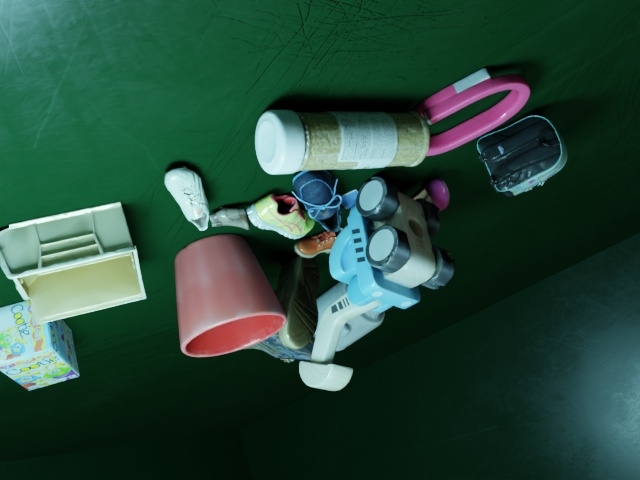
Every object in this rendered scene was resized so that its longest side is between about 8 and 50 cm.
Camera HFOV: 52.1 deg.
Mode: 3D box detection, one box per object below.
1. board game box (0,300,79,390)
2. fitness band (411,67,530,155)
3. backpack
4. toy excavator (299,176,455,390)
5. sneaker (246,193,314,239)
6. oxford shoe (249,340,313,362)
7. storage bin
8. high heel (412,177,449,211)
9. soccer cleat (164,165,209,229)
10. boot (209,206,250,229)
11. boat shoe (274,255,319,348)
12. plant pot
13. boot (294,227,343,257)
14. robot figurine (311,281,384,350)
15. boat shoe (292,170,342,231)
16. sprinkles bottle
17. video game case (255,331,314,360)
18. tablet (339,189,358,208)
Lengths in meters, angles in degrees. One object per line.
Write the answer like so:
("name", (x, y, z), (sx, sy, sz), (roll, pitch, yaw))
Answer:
("board game box", (-0.740, 0.273, 1.697), (0.141, 0.145, 0.275), (-15, 157, -12))
("fitness band", (0.320, -0.280, 1.451), (0.290, 0.054, 0.209), (-25, 158, 15))
("backpack", (0.508, -0.212, 1.617), (0.188, 0.166, 0.144), (-31, 157, 32))
("toy excavator", (0.110, 0.124, 1.692), (0.222, 0.433, 0.445), (20, 139, -38))
("sneaker", (-0.075, -0.064, 1.577), (0.094, 0.082, 0.208), (-39, 152, 29))
("oxford shoe", (-0.145, 0.379, 2.441), (0.396, 0.147, 0.140), (0, 153, -39))
("storage bin", (-0.527, 0.055, 1.405), (0.260, 0.123, 0.262), (-14, 157, -16))
("high heel", (0.272, -0.095, 1.800), (0.117, 0.082, 0.244), (-26, 172, -13))
("soccer cleat", (-0.268, -0.087, 1.359), (0.068, 0.076, 0.196), (-20, 158, -1))
("boot", (-0.215, -0.048, 1.552), (0.086, 0.042, 0.118), (-13, 156, -2))
("boat shoe", (-0.078, 0.178, 1.840), (0.110, 0.341, 0.122), (-24, 120, 23))
("plant pot", (-0.248, 0.134, 1.665), (0.274, 0.243, 0.275), (-18, 157, -8))
("boot", (0.000, 0.000, 1.824), (0.157, 0.059, 0.085), (-13, 155, -39))
("robot figurine", (0.081, 0.256, 2.273), (0.353, 0.200, 0.300), (-40, -173, 33))
("boat shoe", (0.013, -0.093, 1.567), (0.108, 0.089, 0.258), (-26, 157, 12))
("sprinkles bottle", (0.051, -0.200, 1.312), (0.355, 0.121, 0.121), (-7, 154, -31))
("video game case", (-0.151, 0.339, 2.222), (0.248, 0.035, 0.275), (-6, 145, 43))
("tablet", (0.079, -0.107, 1.703), (0.054, 0.006, 0.083), (-25, 157, 10))
